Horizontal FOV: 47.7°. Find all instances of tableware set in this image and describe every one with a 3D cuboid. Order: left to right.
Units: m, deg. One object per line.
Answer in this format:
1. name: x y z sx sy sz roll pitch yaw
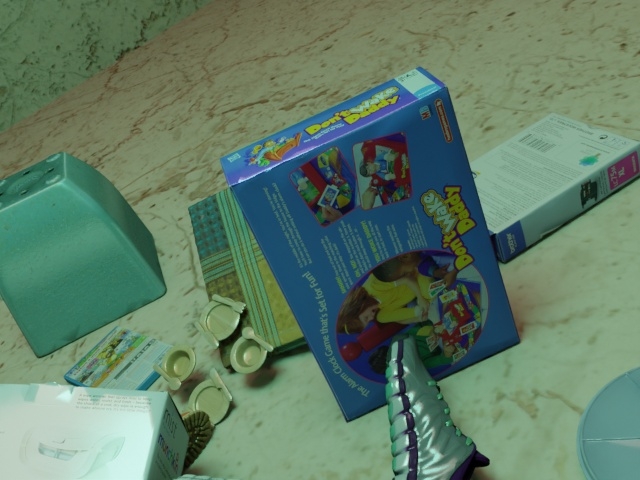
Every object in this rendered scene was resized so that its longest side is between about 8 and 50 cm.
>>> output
1. tableware set: -0.145 0.160 0.979 0.141 0.020 0.169 36 83 34

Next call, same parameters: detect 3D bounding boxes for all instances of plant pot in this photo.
1. plant pot: -0.452 -0.003 1.270 0.247 0.252 0.248 -28 32 -5

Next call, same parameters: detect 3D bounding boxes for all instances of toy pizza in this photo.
1. toy pizza: 0.344 0.191 0.672 0.201 0.032 0.201 -18 32 12

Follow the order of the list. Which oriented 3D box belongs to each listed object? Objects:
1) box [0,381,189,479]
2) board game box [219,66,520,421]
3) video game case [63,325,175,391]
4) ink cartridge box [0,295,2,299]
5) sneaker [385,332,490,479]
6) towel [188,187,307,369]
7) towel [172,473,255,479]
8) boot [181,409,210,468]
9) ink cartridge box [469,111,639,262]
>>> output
1. box: -0.297 0.278 0.760 0.261 0.127 0.231 0 50 5
2. board game box: 0.068 0.018 0.808 0.233 0.347 0.078 -24 31 -1
3. video game case: -0.306 0.191 1.112 0.166 0.015 0.119 10 45 41
4. ink cartridge box: -0.564 0.036 1.479 0.207 0.046 0.097 -26 33 -3
5. sneaker: 0.121 0.199 0.749 0.098 0.083 0.224 -6 56 8
6. towel: 0.000 0.000 1.013 0.370 0.040 0.271 -22 67 16
7. towel: -0.056 0.285 0.590 0.283 0.121 0.235 -2 -5 17
8. boot: -0.211 0.265 0.904 0.158 0.059 0.084 -42 31 -25
9. ink cartridge box: 0.292 -0.076 1.071 0.311 0.065 0.186 -29 32 -12
